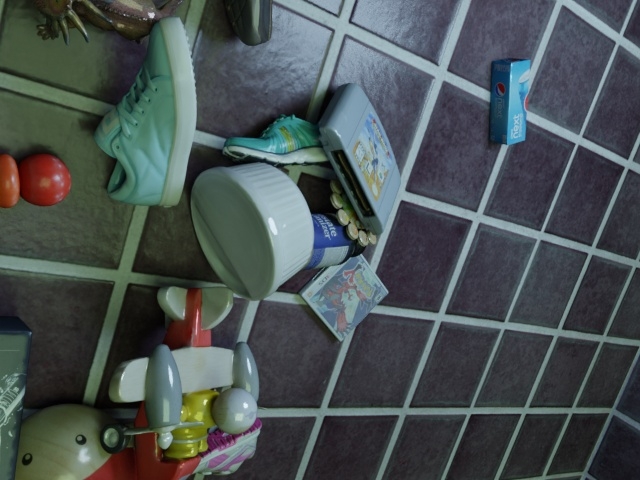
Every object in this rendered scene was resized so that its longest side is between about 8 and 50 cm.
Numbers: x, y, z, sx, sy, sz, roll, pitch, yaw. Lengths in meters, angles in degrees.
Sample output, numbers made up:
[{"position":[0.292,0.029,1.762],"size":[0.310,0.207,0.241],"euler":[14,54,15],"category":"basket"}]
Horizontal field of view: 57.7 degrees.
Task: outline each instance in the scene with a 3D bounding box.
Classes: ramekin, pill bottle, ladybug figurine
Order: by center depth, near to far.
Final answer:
[{"position":[-0.129,-0.028,1.136],"size":[0.127,0.272,0.273],"euler":[-26,121,-37],"category":"ramekin"},{"position":[-0.497,0.548,1.179],"size":[0.304,0.162,0.450],"euler":[-20,118,-25],"category":"ladybug figurine"},{"position":[0.000,0.000,1.297],"size":[0.219,0.122,0.123],"euler":[-6,112,-45],"category":"pill bottle"}]

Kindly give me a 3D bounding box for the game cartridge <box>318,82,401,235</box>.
[{"position":[0.096,-0.183,1.279],"size":[0.297,0.062,0.198],"euler":[59,43,-35],"category":"game cartridge"}]

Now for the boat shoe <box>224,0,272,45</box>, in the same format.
[{"position":[-0.098,-0.533,1.031],"size":[0.130,0.132,0.356],"euler":[-12,115,-28],"category":"boat shoe"}]

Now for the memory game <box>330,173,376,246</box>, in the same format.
[{"position":[0.081,-0.073,1.321],"size":[0.012,0.186,0.186],"euler":[-25,134,31],"category":"memory game"}]

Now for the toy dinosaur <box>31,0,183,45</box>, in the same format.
[{"position":[-0.329,-0.365,0.906],"size":[0.295,0.200,0.127],"euler":[-4,111,-32],"category":"toy dinosaur"}]

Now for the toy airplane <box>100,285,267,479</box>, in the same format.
[{"position":[-0.236,0.275,1.143],"size":[0.386,0.272,0.385],"euler":[-50,150,-45],"category":"toy airplane"}]

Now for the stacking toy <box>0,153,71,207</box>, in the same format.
[{"position":[-0.570,-0.089,0.918],"size":[0.330,0.141,0.141],"euler":[-6,112,-38],"category":"stacking toy"}]

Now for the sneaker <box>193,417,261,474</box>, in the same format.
[{"position":[-0.249,0.507,1.359],"size":[0.252,0.103,0.111],"euler":[-14,114,-27],"category":"sneaker"}]

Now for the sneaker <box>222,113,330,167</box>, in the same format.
[{"position":[-0.080,-0.207,1.207],"size":[0.275,0.107,0.110],"euler":[-10,96,-35],"category":"sneaker"}]

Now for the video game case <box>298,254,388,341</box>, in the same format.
[{"position":[0.063,0.131,1.460],"size":[0.183,0.023,0.201],"euler":[-44,126,-10],"category":"video game case"}]

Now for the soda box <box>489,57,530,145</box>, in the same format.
[{"position":[0.492,-0.362,1.513],"size":[0.071,0.067,0.210],"euler":[-17,117,-26],"category":"soda box"}]

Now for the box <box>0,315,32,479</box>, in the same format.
[{"position":[-0.666,0.278,0.909],"size":[0.343,0.178,0.313],"euler":[7,87,-35],"category":"box"}]

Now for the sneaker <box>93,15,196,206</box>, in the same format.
[{"position":[-0.300,-0.196,0.977],"size":[0.150,0.135,0.366],"euler":[-6,134,-27],"category":"sneaker"}]
